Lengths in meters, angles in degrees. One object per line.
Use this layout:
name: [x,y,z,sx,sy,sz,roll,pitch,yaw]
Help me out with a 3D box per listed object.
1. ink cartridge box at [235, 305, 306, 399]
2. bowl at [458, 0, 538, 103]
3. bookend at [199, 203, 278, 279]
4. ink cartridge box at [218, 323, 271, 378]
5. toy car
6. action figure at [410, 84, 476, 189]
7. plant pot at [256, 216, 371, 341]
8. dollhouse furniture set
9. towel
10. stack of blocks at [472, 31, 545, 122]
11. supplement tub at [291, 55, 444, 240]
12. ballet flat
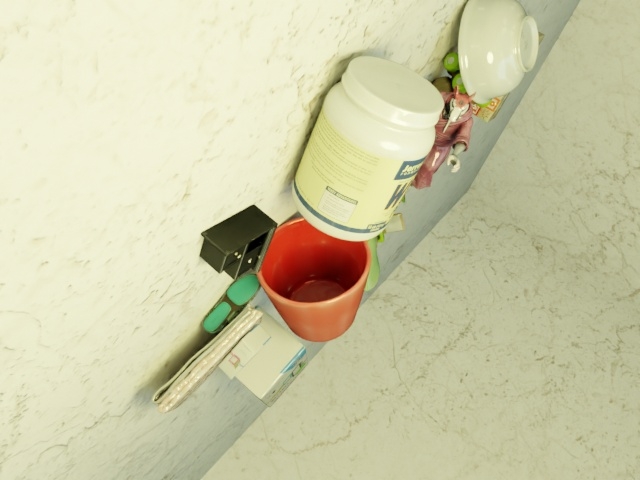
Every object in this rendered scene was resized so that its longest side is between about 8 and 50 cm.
ink cartridge box: [-0.174,0.368,1.716,0.198,0.197,0.270,-47,165,-15]
bowl: [0.494,-0.520,1.481,0.298,0.134,0.298,-13,107,-50]
bookend: [-0.183,0.027,1.153,0.157,0.072,0.156,-34,158,-46]
ink cartridge box: [-0.192,0.282,1.403,0.122,0.052,0.088,-47,176,29]
toy car: [0.378,-0.432,1.635,0.188,0.149,0.155,-31,152,34]
action figure: [0.343,-0.301,1.533,0.275,0.248,0.370,-30,169,-28]
plant pot: [-0.008,0.115,1.392,0.275,0.275,0.243,-44,150,-27]
dollhouse furniture set: [0.185,-0.020,1.608,0.301,0.151,0.198,-78,154,-59]
towel: [-0.281,0.302,1.426,0.332,0.053,0.317,-44,176,-15]
stack of blocks: [0.547,-0.552,1.760,0.087,0.171,0.297,-34,156,-49]
supplement tub: [0.092,-0.185,1.150,0.235,0.235,0.325,-35,158,-46]
ballet flat: [-0.214,0.153,1.372,0.188,0.070,0.070,-42,165,1]
